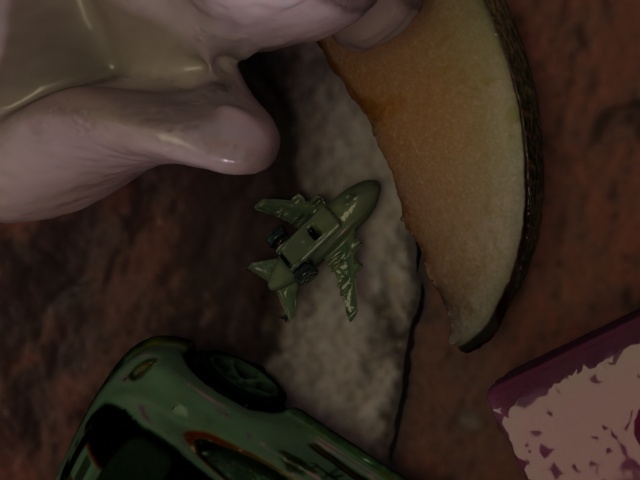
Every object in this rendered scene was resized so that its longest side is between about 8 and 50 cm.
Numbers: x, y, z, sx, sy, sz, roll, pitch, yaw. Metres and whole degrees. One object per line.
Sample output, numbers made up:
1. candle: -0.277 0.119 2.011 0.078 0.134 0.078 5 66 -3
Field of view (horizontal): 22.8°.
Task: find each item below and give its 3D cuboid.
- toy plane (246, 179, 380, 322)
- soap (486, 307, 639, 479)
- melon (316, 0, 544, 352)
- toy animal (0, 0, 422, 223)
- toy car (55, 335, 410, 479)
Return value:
1. toy plane: -0.001 0.000 0.793 0.083 0.033 0.080 -47 66 16
2. soap: 0.224 0.088 0.701 0.259 0.081 0.181 -27 86 19
3. melon: 0.067 -0.044 0.758 0.098 0.054 0.182 -26 86 25
4. toy animal: -0.108 -0.113 0.726 0.265 0.206 0.272 -30 45 26
5. toy car: -0.007 0.172 0.763 0.305 0.125 0.136 32 103 15
